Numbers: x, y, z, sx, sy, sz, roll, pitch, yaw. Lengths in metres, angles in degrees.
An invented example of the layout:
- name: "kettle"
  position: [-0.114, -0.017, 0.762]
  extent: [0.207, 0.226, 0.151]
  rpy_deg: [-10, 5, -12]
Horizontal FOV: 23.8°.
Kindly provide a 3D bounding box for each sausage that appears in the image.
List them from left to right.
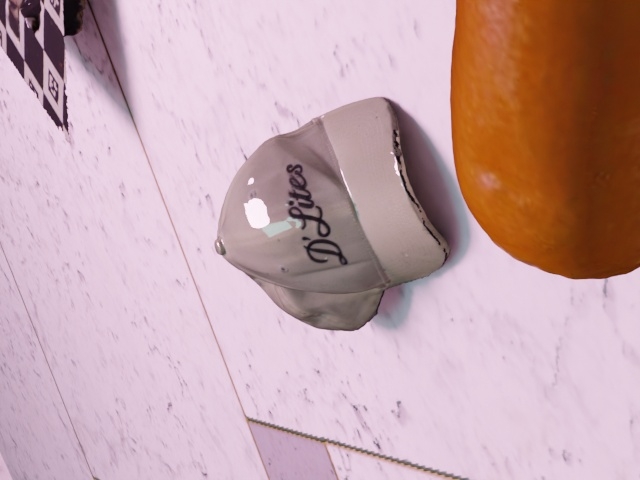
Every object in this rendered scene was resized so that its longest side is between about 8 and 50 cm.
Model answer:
- name: "sausage"
  position: [0.088, -0.083, 0.509]
  extent: [0.098, 0.098, 0.238]
  rpy_deg: [48, 153, 38]

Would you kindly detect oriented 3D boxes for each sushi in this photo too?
- name: "sushi"
  position: [-0.212, -0.207, 1.135]
  extent: [0.210, 0.040, 0.192]
  rpy_deg: [48, 145, 43]

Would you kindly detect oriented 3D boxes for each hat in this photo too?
- name: "hat"
  position: [0.006, -0.003, 0.802]
  extent: [0.166, 0.081, 0.122]
  rpy_deg: [-13, 102, 58]
